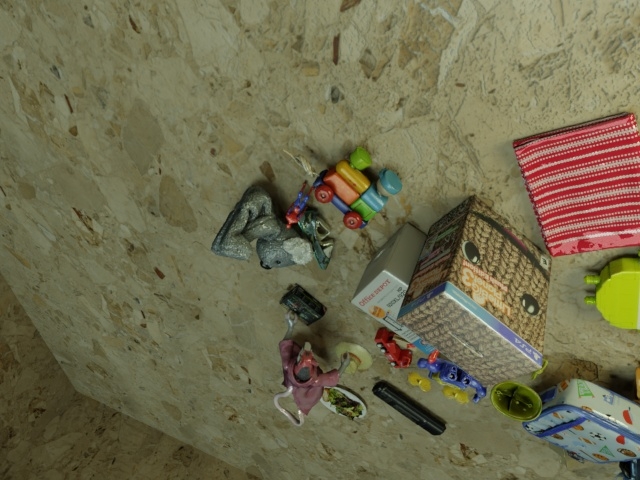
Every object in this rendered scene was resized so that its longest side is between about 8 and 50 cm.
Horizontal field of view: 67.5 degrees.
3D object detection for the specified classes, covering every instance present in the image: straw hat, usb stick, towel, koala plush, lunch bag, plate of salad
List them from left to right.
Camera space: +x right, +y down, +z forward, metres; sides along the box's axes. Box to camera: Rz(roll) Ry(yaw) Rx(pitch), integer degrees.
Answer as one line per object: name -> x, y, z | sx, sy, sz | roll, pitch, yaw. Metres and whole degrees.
koala plush -> -0.130, -0.009, 1.224 | 0.221, 0.203, 0.196 | 31, 170, -17
plate of salad -> 0.075, 0.613, 1.789 | 0.199, 0.048, 0.200 | 16, 135, 16
straw hat -> 0.098, 0.399, 1.560 | 0.144, 0.061, 0.144 | 17, 137, 16
usb stick -> 0.300, 0.572, 1.622 | 0.278, 0.045, 0.077 | 35, 145, -5
lunch bag -> 0.663, 0.465, 1.223 | 0.243, 0.115, 0.303 | 23, 150, 10
towel -> 0.492, -0.087, 0.888 | 0.198, 0.031, 0.275 | -11, 124, 36

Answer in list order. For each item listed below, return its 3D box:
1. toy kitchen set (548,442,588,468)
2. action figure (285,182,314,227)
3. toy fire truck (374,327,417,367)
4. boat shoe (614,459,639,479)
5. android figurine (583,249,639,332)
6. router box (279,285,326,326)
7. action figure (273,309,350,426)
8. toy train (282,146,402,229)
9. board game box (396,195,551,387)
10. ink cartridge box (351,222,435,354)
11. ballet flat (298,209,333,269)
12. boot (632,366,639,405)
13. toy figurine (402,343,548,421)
toy kitchen set -> 0.736, 0.615, 1.429 | 0.068, 0.075, 0.083 | -173, 73, -77
action figure -> -0.053, -0.081, 1.155 | 0.038, 0.115, 0.030 | 28, 175, -1
toy fire truck -> 0.234, 0.296, 1.392 | 0.135, 0.047, 0.192 | -15, 122, 37
boat shoe -> 0.868, 0.616, 1.313 | 0.089, 0.109, 0.258 | 11, 118, 31
android figurine -> 0.675, 0.106, 0.947 | 0.272, 0.056, 0.248 | -2, 129, 31
router box -> -0.054, 0.202, 1.475 | 0.122, 0.038, 0.092 | 41, 137, -10
action figure -> -0.074, 0.401, 1.479 | 0.248, 0.276, 0.370 | 34, 164, 9
toy train -> 0.048, -0.152, 1.037 | 0.248, 0.105, 0.143 | 42, 127, -12
board game box -> 0.320, 0.096, 0.968 | 0.232, 0.291, 0.141 | 37, 138, -7
ink cartridge box -> 0.226, 0.115, 1.131 | 0.232, 0.168, 0.171 | 35, 139, -3
ballet flat -> 0.000, 0.000, 1.236 | 0.070, 0.070, 0.188 | -1, 133, 31
boot -> 0.853, 0.402, 1.110 | 0.211, 0.104, 0.295 | -6, 122, 40
toy figurine -> 0.402, 0.353, 1.324 | 0.362, 0.191, 0.217 | 17, 167, 8
